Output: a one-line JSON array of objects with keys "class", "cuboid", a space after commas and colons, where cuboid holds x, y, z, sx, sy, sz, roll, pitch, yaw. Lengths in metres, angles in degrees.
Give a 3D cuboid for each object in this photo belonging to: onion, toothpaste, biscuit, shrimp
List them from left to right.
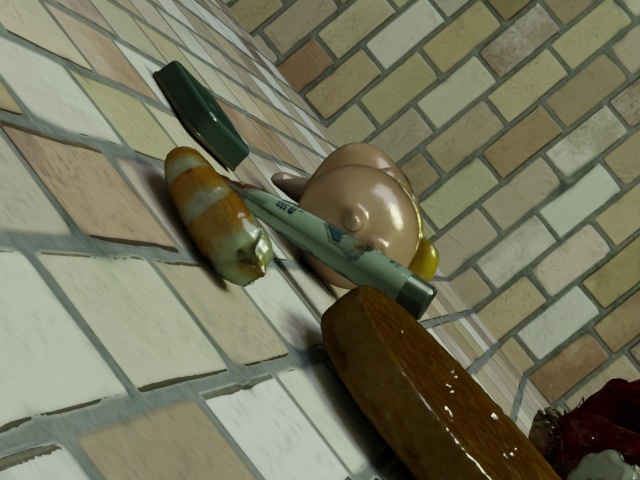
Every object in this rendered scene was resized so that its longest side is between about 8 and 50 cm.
[{"class": "shrimp", "cuboid": [-0.066, -0.001, 1.051, 0.161, 0.049, 0.166, 53, -1, 35]}, {"class": "toothpaste", "cuboid": [0.000, 0.000, 1.271, 0.239, 0.039, 0.062, 31, 4, 13]}, {"class": "biscuit", "cuboid": [0.136, 0.207, 1.129, 0.394, 0.070, 0.350, 48, 9, -14]}, {"class": "onion", "cuboid": [0.464, 0.306, 1.958, 0.281, 0.281, 0.221, -121, -170, -54]}]

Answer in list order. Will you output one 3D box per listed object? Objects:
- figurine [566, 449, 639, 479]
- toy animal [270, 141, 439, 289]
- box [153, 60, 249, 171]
[{"class": "figurine", "cuboid": [0.433, 0.410, 1.720, 0.387, 0.166, 0.207, 49, 40, -36]}, {"class": "toy animal", "cuboid": [0.043, -0.019, 1.462, 0.248, 0.149, 0.165, -136, -157, -83]}, {"class": "box", "cuboid": [-0.124, -0.133, 1.420, 0.091, 0.031, 0.126, 45, 7, -44]}]
